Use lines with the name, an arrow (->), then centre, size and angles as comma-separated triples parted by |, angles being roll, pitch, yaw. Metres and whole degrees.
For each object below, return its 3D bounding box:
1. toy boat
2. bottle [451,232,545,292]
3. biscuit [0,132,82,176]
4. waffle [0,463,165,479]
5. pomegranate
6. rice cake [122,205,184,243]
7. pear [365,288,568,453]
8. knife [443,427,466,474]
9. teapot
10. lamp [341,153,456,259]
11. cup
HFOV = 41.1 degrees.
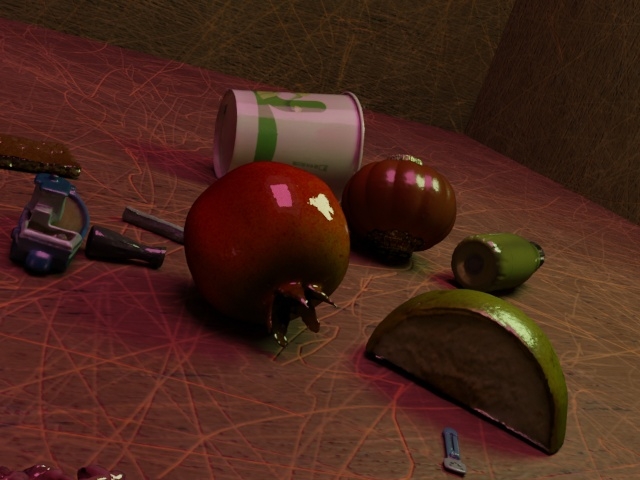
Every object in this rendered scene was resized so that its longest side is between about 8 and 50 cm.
toy boat -> -0.352, -0.036, 1.143 | 0.088, 0.102, 0.215 | 18, 16, -13
bottle -> 0.362, 0.040, 1.682 | 0.112, 0.112, 0.260 | 31, 20, 32
biscuit -> -0.530, -0.151, 1.435 | 0.237, 0.026, 0.131 | 7, 19, -35
waffle -> -0.155, 0.232, 0.590 | 0.221, 0.055, 0.234 | 15, 18, -13
pomegranate -> -0.065, 0.019, 1.125 | 0.221, 0.221, 0.256 | 9, 46, -33
rice cake -> -0.254, -0.023, 1.342 | 0.121, 0.022, 0.021 | 22, 17, 5
pear -> 0.241, 0.147, 1.200 | 0.288, 0.139, 0.239 | 27, 10, 20
knife -> 0.153, 0.241, 0.989 | 0.027, 0.010, 0.096 | 20, 16, -2
teapot -> -0.268, 0.011, 1.192 | 0.111, 0.042, 0.043 | 14, 17, -25
lamp -> 0.149, -0.063, 1.630 | 0.223, 0.196, 0.223 | 8, -21, 3
cup -> -0.074, -0.203, 1.784 | 0.274, 0.253, 0.253 | 5, 21, -20
